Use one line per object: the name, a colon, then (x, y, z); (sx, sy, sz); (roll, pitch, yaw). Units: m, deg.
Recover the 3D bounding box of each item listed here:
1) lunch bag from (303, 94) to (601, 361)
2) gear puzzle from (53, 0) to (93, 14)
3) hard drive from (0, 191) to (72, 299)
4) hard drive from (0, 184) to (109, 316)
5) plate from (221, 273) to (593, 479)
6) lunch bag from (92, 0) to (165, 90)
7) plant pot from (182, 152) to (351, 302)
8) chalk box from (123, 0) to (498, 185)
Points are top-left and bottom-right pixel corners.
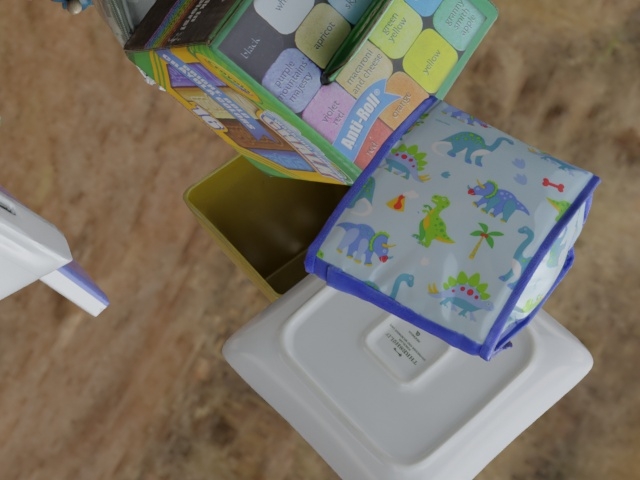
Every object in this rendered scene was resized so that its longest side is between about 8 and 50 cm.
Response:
lunch bag: (0.080, 0.001, 0.930); (0.151, 0.128, 0.096); (-46, 155, -44)
gear puzzle: (-0.294, -0.406, 1.960); (0.175, 0.044, 0.339); (6, 146, -31)
hard drive: (-0.437, 0.052, 1.400); (0.353, 0.047, 0.233); (-28, 155, 11)
hard drive: (-0.411, -0.008, 2.112); (0.040, 0.210, 0.319); (-43, 165, -4)
plate: (0.087, 0.109, 1.527); (0.278, 0.277, 0.045); (-40, 159, -16)
lunch bag: (-0.158, -0.313, 1.607); (0.305, 0.212, 0.256); (-127, -146, -64)
plant pot: (0.000, 0.000, 1.789); (0.212, 0.212, 0.187); (-36, 143, -12)
chalk box: (0.001, -0.162, 1.187); (0.180, 0.179, 0.289); (-54, -157, -9)
